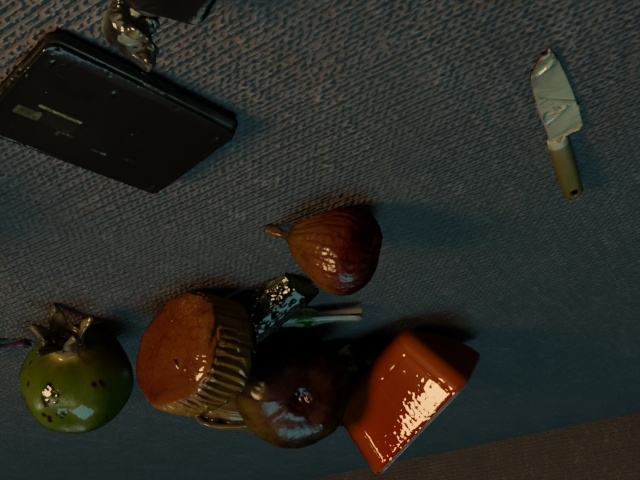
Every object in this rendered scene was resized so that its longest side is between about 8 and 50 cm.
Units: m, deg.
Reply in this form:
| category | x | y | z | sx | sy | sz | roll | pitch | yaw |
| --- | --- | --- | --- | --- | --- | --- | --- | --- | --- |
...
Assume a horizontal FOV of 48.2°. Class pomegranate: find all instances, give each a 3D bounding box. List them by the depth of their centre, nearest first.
| category | x | y | z | sx | sy | sz | roll | pitch | yaw |
| --- | --- | --- | --- | --- | --- | --- | --- | --- | --- |
| pomegranate | -0.395 | 0.202 | 1.150 | 0.181 | 0.182 | 0.224 | -2 | 132 | -10 |

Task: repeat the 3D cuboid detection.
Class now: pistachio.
| category | x | y | z | sx | sy | sz | roll | pitch | yaw |
| --- | --- | --- | --- | --- | --- | --- | --- | --- | --- |
| pistachio | -0.160 | 0.353 | 1.536 | 0.225 | 0.136 | 0.136 | 5 | 152 | -23 |

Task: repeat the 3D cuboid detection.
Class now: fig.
| category | x | y | z | sx | sy | sz | roll | pitch | yaw |
| --- | --- | --- | --- | --- | --- | --- | --- | --- | --- |
| fig | 0.014 | -0.004 | 0.920 | 0.119 | 0.153 | 0.119 | -41 | 164 | -15 |
| fig | -0.080 | 0.277 | 1.374 | 0.216 | 0.217 | 0.321 | 3 | 174 | -19 |

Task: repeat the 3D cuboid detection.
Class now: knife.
| category | x | y | z | sx | sy | sz | roll | pitch | yaw |
| --- | --- | --- | --- | --- | --- | --- | --- | --- | --- |
| knife | 0.274 | -0.124 | 0.806 | 0.047 | 0.017 | 0.298 | -19 | 148 | 19 |

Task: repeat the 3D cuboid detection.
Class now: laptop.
| category | x | y | z | sx | sy | sz | roll | pitch | yaw |
| --- | --- | --- | --- | --- | --- | --- | --- | --- | --- |
| laptop | -0.202 | -0.113 | 0.697 | 0.153 | 0.026 | 0.207 | -27 | 147 | 36 |

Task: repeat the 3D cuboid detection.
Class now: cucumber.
| category | x | y | z | sx | sy | sz | roll | pitch | yaw |
| --- | --- | --- | --- | --- | --- | --- | --- | --- | --- |
| cucumber | -0.099 | 0.130 | 1.146 | 0.211 | 0.062 | 0.078 | -33 | 134 | 31 |

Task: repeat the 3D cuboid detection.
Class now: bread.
| category | x | y | z | sx | sy | sz | roll | pitch | yaw |
| --- | --- | --- | --- | --- | --- | --- | --- | --- | --- |
| bread | -0.198 | 0.171 | 1.099 | 0.199 | 0.199 | 0.104 | -26 | 147 | 34 |

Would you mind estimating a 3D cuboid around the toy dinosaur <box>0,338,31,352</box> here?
| category | x | y | z | sx | sy | sz | roll | pitch | yaw |
| --- | --- | --- | --- | --- | --- | --- | --- | --- | --- |
| toy dinosaur | -0.586 | 0.184 | 1.189 | 0.197 | 0.045 | 0.080 | 1 | 141 | -31 |

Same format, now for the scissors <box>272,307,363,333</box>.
| category | x | y | z | sx | sy | sz | roll | pitch | yaw |
| --- | --- | --- | --- | --- | --- | --- | --- | --- | --- |
| scissors | -0.029 | 0.135 | 1.241 | 0.204 | 0.027 | 0.101 | -6 | 156 | 3 |

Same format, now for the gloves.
| category | x | y | z | sx | sy | sz | roll | pitch | yaw |
| --- | --- | --- | --- | --- | --- | --- | --- | --- | --- |
| gloves | 0.061 | 0.298 | 1.504 | 0.142 | 0.119 | 0.286 | 1 | 140 | 0 |

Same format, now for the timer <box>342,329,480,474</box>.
| category | x | y | z | sx | sy | sz | roll | pitch | yaw |
| --- | --- | --- | --- | --- | --- | --- | --- | --- | --- |
| timer | 0.188 | 0.306 | 1.419 | 0.257 | 0.161 | 0.250 | -51 | 153 | 14 |

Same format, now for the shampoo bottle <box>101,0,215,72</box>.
| category | x | y | z | sx | sy | sz | roll | pitch | yaw |
| --- | --- | --- | --- | --- | --- | --- | --- | --- | --- |
| shampoo bottle | -0.066 | -0.221 | 0.432 | 0.071 | 0.098 | 0.309 | 7 | 151 | -36 |
